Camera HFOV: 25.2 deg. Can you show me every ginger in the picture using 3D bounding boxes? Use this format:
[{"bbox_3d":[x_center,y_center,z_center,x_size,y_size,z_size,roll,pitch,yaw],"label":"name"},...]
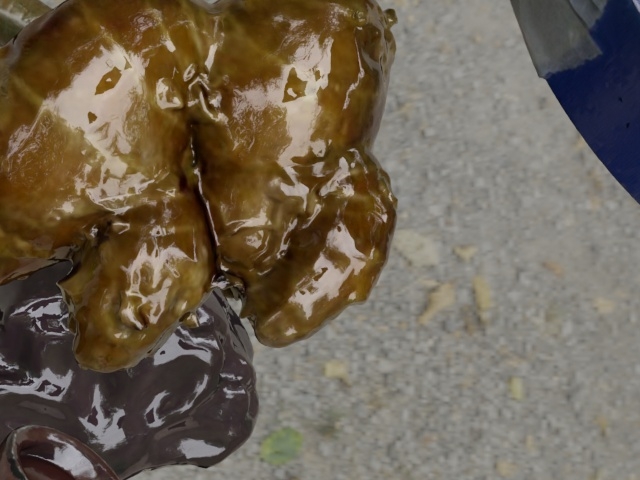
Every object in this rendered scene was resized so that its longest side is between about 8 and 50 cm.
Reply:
[{"bbox_3d":[-0.105,-0.052,1.016,0.357,0.152,0.274,-7,88,-11],"label":"ginger"}]

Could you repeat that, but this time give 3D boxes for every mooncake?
[{"bbox_3d":[-0.264,0.162,1.570,0.381,0.212,0.350,-38,128,3],"label":"mooncake"}]

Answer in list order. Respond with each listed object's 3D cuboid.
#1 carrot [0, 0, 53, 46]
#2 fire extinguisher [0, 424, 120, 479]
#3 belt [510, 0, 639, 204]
[{"bbox_3d":[-0.288,-0.207,1.233,0.342,0.070,0.070,29,70,6],"label":"carrot"},{"bbox_3d":[-0.172,0.199,0.656,0.231,0.099,0.071,-52,153,12],"label":"fire extinguisher"},{"bbox_3d":[0.249,-0.137,0.894,0.212,0.117,0.347,-27,81,-27],"label":"belt"}]
